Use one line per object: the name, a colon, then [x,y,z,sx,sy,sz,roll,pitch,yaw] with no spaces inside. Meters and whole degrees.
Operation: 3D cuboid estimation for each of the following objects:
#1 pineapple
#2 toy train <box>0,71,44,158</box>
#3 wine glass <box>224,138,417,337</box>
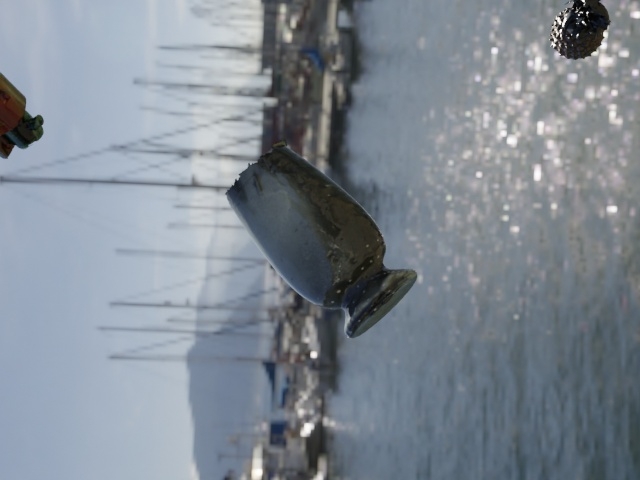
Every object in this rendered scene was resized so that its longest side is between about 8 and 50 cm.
pineapple: [0.331,-0.278,1.453,0.159,0.074,0.074,73,-161,-80]
toy train: [-0.342,-0.145,1.119,0.176,0.118,0.074,50,-125,-44]
wine glass: [0.000,0.000,1.184,0.111,0.204,0.111,-42,-14,-13]
